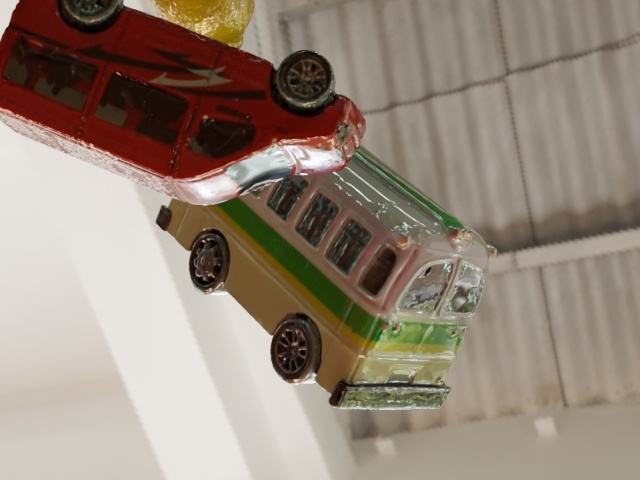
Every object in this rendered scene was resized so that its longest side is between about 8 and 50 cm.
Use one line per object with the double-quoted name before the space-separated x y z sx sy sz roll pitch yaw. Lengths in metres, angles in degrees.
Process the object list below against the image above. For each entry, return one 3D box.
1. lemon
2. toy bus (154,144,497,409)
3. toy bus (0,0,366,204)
"lemon" -0.094 -0.193 0.922 0.082 0.082 0.111 -18 -70 28
"toy bus" 0.000 0.000 1.059 0.305 0.143 0.179 41 -66 41
"toy bus" -0.076 -0.072 0.644 0.195 0.081 0.089 22 -100 7
